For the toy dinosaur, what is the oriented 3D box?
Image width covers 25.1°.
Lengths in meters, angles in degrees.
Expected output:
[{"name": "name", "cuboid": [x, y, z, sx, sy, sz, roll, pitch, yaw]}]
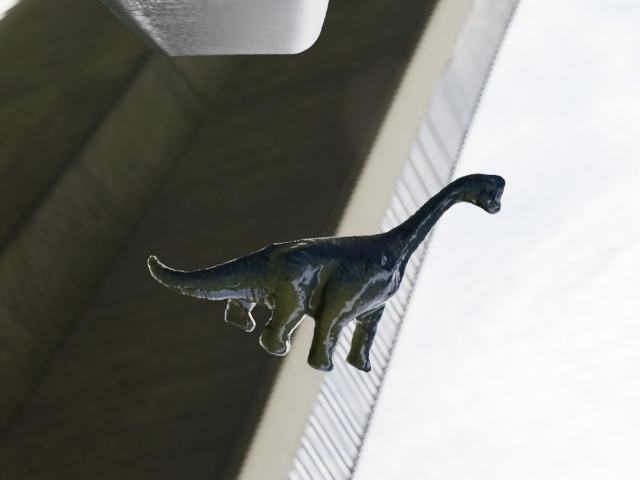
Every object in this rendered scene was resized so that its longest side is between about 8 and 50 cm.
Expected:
[{"name": "toy dinosaur", "cuboid": [0.000, 0.000, 1.116, 0.075, 0.247, 0.188, -50, 160, -85]}]

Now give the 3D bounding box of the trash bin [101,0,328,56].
[{"name": "trash bin", "cuboid": [-0.051, -0.180, 0.689, 0.122, 0.164, 0.240, -1, 176, 0]}]
